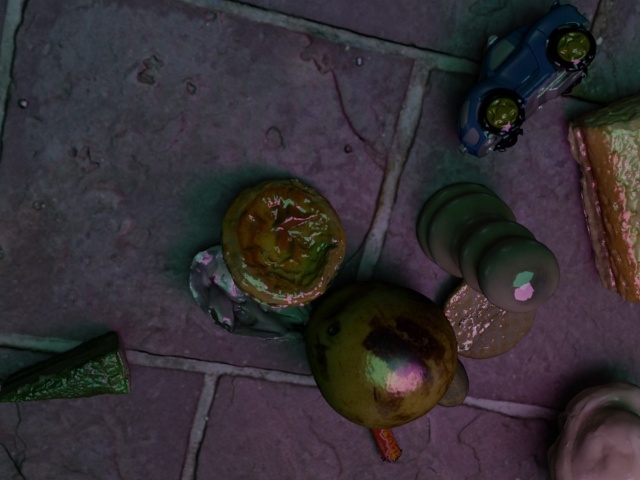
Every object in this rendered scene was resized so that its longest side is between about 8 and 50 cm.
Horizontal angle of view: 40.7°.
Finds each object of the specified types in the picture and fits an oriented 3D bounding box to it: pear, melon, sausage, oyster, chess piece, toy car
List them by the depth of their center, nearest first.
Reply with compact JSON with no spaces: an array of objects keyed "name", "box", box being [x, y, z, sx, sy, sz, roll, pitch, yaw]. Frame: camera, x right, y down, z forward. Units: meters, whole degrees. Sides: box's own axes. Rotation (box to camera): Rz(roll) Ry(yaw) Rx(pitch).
[{"name":"toy car","box":[0.346,-0.285,1.530,0.314,0.198,0.166,-43,77,7]},{"name":"chess piece","box":[0.306,0.021,1.531,0.183,0.330,0.182,-4,109,-11]},{"name":"pear","box":[0.111,0.203,1.584,0.284,0.283,0.283,-3,108,-11]},{"name":"oyster","box":[-0.120,0.103,1.597,0.252,0.087,0.199,-5,84,-32]},{"name":"melon","box":[0.246,0.277,1.722,0.098,0.098,0.130,-32,112,-1]},{"name":"sausage","box":[0.123,0.383,1.759,0.050,0.048,0.145,-26,108,-9]}]

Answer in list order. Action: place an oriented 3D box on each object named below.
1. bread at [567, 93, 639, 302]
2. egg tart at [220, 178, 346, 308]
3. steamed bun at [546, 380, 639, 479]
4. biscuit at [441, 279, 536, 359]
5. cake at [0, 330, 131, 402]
[{"name":"bread","box":[0.629,-0.092,1.651,0.237,0.165,0.375,-22,109,-7]},{"name":"egg tart","box":[-0.070,0.009,1.548,0.241,0.106,0.240,5,73,-18]},{"name":"steamed bun","box":[0.576,0.469,1.749,0.247,0.352,0.339,-11,118,30]},{"name":"biscuit","box":[0.339,0.148,1.724,0.220,0.033,0.219,-8,117,-16]},{"name":"cake","box":[-0.458,0.260,1.566,0.235,0.100,0.099,-22,110,-5]}]
